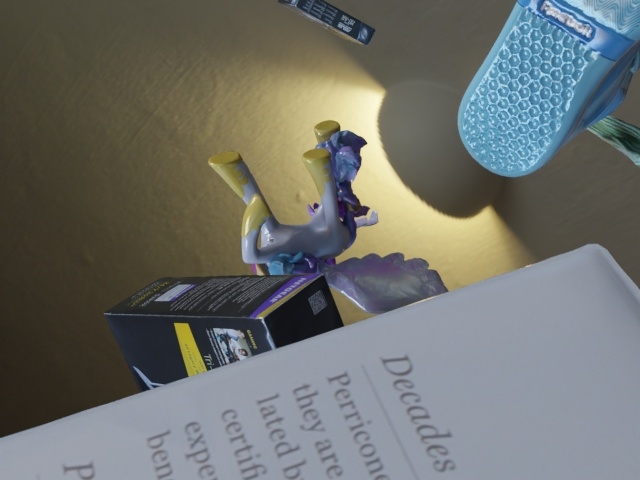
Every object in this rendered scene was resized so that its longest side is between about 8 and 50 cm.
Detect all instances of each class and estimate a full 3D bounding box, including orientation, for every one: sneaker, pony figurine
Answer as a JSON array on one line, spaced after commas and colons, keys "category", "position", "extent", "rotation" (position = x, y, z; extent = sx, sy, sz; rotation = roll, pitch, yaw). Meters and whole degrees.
[{"category": "sneaker", "position": [0.261, -0.214, 0.838], "extent": [0.127, 0.319, 0.208], "rotation": [44, -143, 12]}, {"category": "pony figurine", "position": [0.000, 0.000, 1.509], "extent": [0.351, 0.303, 0.363], "rotation": [-21, -56, -22]}]

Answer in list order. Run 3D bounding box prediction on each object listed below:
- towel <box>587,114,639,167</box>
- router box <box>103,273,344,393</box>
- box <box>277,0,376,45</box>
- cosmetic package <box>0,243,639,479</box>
[{"category": "towel", "position": [0.423, -0.034, 1.014], "extent": [0.325, 0.038, 0.248], "rotation": [34, -167, -14]}, {"category": "router box", "position": [-0.051, 0.183, 0.860], "extent": [0.081, 0.243, 0.309], "rotation": [-34, -69, -39]}, {"category": "box", "position": [0.005, -0.217, 0.889], "extent": [0.083, 0.018, 0.067], "rotation": [24, -171, -23]}, {"category": "cosmetic package", "position": [0.017, 0.268, 0.439], "extent": [0.393, 0.329, 0.327], "rotation": [-17, -128, -13]}]
